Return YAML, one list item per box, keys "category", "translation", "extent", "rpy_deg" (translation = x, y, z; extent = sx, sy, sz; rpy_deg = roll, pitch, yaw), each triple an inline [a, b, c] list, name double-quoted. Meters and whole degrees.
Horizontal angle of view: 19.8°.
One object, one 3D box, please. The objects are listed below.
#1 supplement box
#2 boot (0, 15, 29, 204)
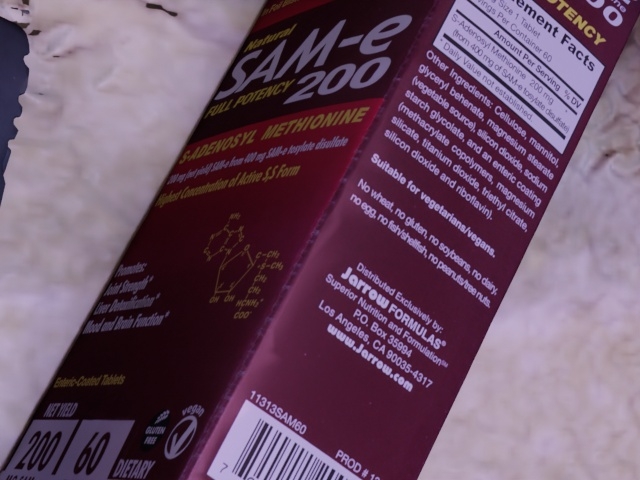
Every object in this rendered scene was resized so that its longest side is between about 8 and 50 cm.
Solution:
- category: "supplement box"
  translation: [0.000, 0.000, 0.593]
  extent: [0.073, 0.130, 0.239]
  rpy_deg: [38, 67, -24]
- category: "boot"
  translation: [-0.197, 0.010, 0.486]
  extent: [0.207, 0.094, 0.246]
  rpy_deg: [20, 69, -33]
